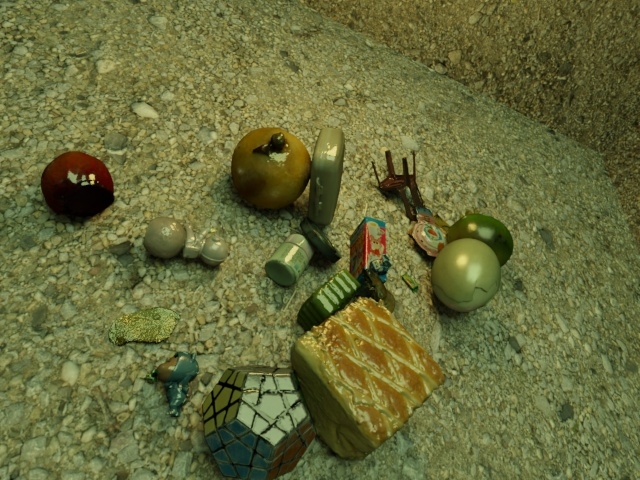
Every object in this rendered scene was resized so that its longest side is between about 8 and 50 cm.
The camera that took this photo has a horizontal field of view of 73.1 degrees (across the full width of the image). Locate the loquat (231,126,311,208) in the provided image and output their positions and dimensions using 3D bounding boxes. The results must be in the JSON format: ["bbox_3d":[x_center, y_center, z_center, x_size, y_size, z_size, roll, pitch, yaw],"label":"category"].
[{"bbox_3d":[-0.193,-0.305,1.719,0.328,0.359,0.329,6,61,-11],"label":"loquat"}]

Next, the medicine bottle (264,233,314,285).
[{"bbox_3d":[-0.111,0.070,1.612,0.135,0.135,0.168,32,48,0],"label":"medicine bottle"}]

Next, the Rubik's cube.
[{"bbox_3d":[-0.165,0.486,1.179,0.319,0.319,0.264,36,22,3],"label":"Rubik's cube"}]

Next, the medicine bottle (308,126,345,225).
[{"bbox_3d":[0.024,-0.253,1.759,0.122,0.375,0.282,8,49,3],"label":"medicine bottle"}]

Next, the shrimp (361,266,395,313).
[{"bbox_3d":[0.183,0.218,1.585,0.169,0.296,0.058,-47,38,-14],"label":"shrimp"}]

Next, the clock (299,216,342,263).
[{"bbox_3d":[0.000,0.000,1.693,0.215,0.042,0.215,48,7,-8],"label":"clock"}]

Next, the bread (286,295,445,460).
[{"bbox_3d":[0.127,0.427,1.358,0.371,0.279,0.390,-25,66,-41],"label":"bread"}]

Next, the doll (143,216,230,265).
[{"bbox_3d":[-0.452,0.013,1.489,0.287,0.151,0.151,17,50,-17],"label":"doll"}]

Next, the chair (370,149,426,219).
[{"bbox_3d":[0.396,-0.269,2.130,0.175,0.183,0.327,-38,121,-41],"label":"chair"}]

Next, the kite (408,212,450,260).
[{"bbox_3d":[0.584,-0.013,2.090,0.377,0.013,0.328,16,50,-14],"label":"kite"}]

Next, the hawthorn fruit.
[{"bbox_3d":[-0.807,-0.200,1.439,0.215,0.215,0.250,1,57,-25],"label":"hawthorn fruit"}]

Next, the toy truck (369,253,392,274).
[{"bbox_3d":[0.226,0.083,1.581,0.073,0.090,0.056,-2,56,-26],"label":"toy truck"}]

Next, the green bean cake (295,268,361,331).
[{"bbox_3d":[0.028,0.215,1.523,0.113,0.200,0.214,45,48,10],"label":"green bean cake"}]

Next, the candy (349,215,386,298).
[{"bbox_3d":[0.188,0.066,1.743,0.100,0.157,0.306,17,50,-13],"label":"candy"}]

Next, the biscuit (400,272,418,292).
[{"bbox_3d":[0.383,0.177,1.845,0.046,0.016,0.089,-28,71,-38],"label":"biscuit"}]

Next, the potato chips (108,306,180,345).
[{"bbox_3d":[-0.535,0.268,1.331,0.142,0.026,0.209,44,47,15],"label":"potato chips"}]

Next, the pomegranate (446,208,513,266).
[{"bbox_3d":[0.759,-0.031,2.029,0.309,0.216,0.359,25,42,-19],"label":"pomegranate"}]

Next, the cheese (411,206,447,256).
[{"bbox_3d":[0.503,-0.042,2.011,0.188,0.074,0.286,14,51,-19],"label":"cheese"}]

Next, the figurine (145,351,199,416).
[{"bbox_3d":[-0.425,0.403,1.231,0.144,0.114,0.178,9,61,-18],"label":"figurine"}]

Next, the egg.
[{"bbox_3d":[0.596,0.155,1.789,0.278,0.278,0.336,36,48,3],"label":"egg"}]
